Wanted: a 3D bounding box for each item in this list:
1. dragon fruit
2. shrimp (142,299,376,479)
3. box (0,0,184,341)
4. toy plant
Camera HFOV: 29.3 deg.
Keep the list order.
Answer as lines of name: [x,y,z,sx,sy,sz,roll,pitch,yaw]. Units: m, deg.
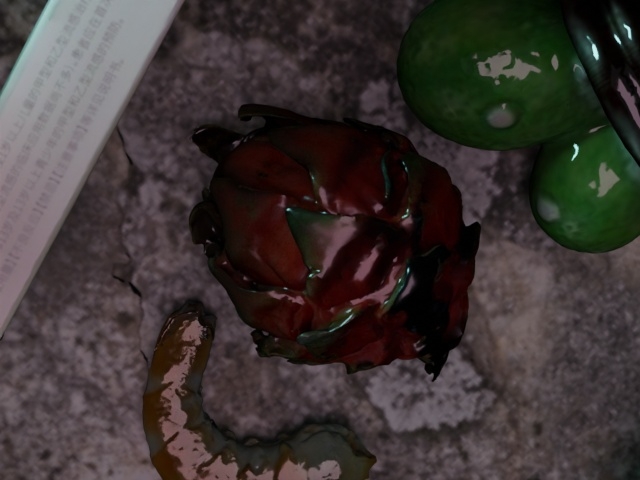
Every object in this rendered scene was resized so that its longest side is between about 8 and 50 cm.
dragon fruit: [0.009,0.002,0.793,0.188,0.182,0.182,1,102,-9]
shrimp: [-0.047,0.118,0.878,0.161,0.049,0.166,-9,96,-3]
box: [-0.135,-0.122,0.731,0.065,0.200,0.343,28,98,-15]
toy plant: [0.187,-0.100,0.800,0.235,0.175,0.218,-28,112,26]
